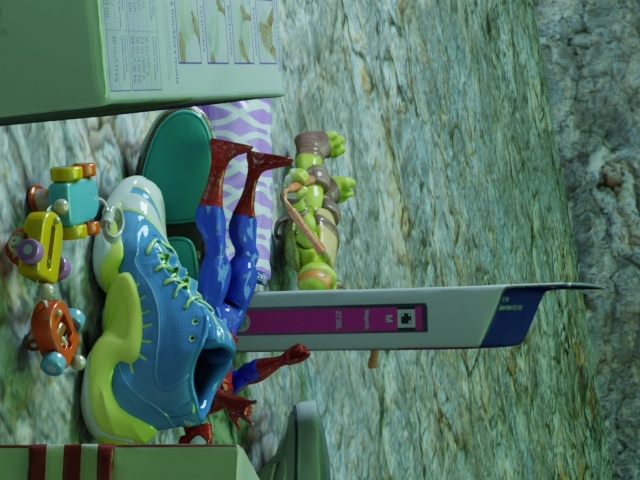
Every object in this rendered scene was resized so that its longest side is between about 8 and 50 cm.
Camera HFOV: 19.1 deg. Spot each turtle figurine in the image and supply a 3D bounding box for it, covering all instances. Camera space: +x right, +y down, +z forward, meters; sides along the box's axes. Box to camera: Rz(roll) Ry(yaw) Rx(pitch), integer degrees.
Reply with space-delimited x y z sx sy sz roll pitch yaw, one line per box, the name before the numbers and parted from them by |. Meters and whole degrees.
turtle figurine | 0.000 0.000 2.064 0.217 0.087 0.269 -86 154 -47

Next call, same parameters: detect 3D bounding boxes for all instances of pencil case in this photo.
pencil case | -0.091 -0.053 1.804 0.088 0.086 0.206 13 70 -43

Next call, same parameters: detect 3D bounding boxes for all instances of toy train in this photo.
toy train | -0.206 0.017 1.478 0.125 0.046 0.166 70 26 -44

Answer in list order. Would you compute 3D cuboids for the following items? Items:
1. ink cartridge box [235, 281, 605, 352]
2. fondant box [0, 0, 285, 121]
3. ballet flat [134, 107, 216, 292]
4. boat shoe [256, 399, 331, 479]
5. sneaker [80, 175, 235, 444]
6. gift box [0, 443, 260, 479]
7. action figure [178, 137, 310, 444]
ink cartridge box | 0.073 0.073 1.806 0.176 0.371 0.069 7 79 -71
fondant box | -0.186 -0.125 1.245 0.330 0.238 0.096 -20 105 -72
ballet flat | -0.128 -0.013 1.705 0.079 0.077 0.221 -108 -162 -83
boat shoe | -0.037 0.263 1.889 0.267 0.088 0.096 -89 171 -48
sneaker | -0.124 0.057 1.588 0.091 0.126 0.240 49 41 -63
gift box | -0.159 0.280 1.235 0.276 0.255 0.258 62 27 -65
action figure | -0.060 0.062 1.631 0.091 0.139 0.280 15 88 -50
